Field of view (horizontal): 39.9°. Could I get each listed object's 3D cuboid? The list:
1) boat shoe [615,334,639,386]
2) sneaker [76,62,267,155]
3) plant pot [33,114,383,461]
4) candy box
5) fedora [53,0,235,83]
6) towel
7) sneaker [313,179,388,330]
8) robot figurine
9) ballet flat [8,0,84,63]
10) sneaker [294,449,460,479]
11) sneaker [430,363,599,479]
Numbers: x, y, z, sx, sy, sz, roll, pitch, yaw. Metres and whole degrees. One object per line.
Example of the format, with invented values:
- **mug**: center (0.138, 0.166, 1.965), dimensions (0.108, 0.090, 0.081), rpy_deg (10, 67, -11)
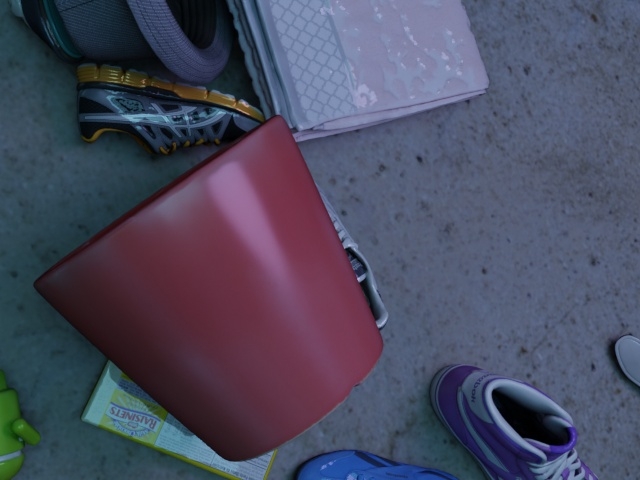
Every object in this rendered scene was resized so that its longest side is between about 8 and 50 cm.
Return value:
- **boat shoe**: center (0.419, 0.164, 1.119), dimensions (0.125, 0.038, 0.046), rpy_deg (44, 115, -5)
- **sneaker**: center (-0.153, -0.126, 0.932), dimensions (0.215, 0.084, 0.083), rpy_deg (11, 92, -13)
- **plant pot**: center (-0.084, 0.054, 0.837), dimensions (0.275, 0.275, 0.243), rpy_deg (-38, 99, -18)
- **candy box**: center (-0.135, 0.178, 0.930), dimensions (0.206, 0.027, 0.105), rpy_deg (27, 77, -15)
- **fedora**: center (-0.187, -0.262, 0.866), dimensions (0.124, 0.275, 0.243), rpy_deg (-15, 120, 13)
- **towel**: center (0.032, -0.293, 0.983), dimensions (0.317, 0.053, 0.331), rpy_deg (-20, 93, -36)
- **sneaker**: center (0.000, 0.000, 0.960), dimensions (0.090, 0.095, 0.235), rpy_deg (-34, 95, -17)
- **robot figurine**: center (-0.321, 0.183, 0.845), dimensions (0.101, 0.067, 0.115), rpy_deg (-7, 89, 3)
- **ballet flat**: center (-0.289, -0.272, 0.902), dimensions (0.074, 0.074, 0.203), rpy_deg (-12, 89, -20)
- **sneaker**: center (0.077, 0.276, 0.968), dimensions (0.210, 0.082, 0.069), rpy_deg (13, 83, -16)
- **sneaker**: center (0.254, 0.253, 0.990), dimensions (0.282, 0.161, 0.102), rpy_deg (42, 72, -12)
